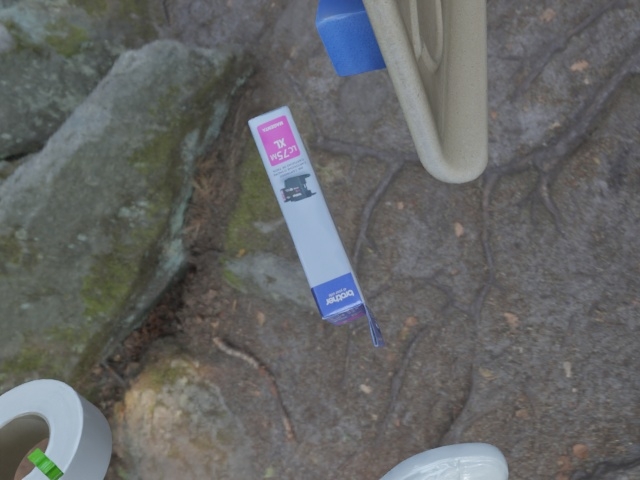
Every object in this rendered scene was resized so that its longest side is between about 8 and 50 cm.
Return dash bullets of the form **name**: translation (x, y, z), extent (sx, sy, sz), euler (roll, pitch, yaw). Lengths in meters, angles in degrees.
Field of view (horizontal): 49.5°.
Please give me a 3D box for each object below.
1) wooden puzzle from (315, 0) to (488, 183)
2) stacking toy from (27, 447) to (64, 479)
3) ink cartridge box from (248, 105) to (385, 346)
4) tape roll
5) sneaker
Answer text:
- **wooden puzzle**: translation (0.027, -0.253, 0.448), extent (0.081, 0.347, 0.322), euler (-10, 52, 24)
- **stacking toy**: translation (-0.340, 0.365, 0.810), extent (0.221, 0.052, 0.167), euler (24, 55, 37)
- **ink cartridge box**: translation (0.000, 0.000, 0.894), extent (0.065, 0.186, 0.311), euler (-24, 79, 2)
- **tape roll**: translation (-0.530, 0.402, 1.266), extent (0.287, 0.100, 0.286), euler (-13, 46, 14)
- **sneaker**: translation (0.088, 0.331, 0.765), extent (0.290, 0.105, 0.123), euler (-28, 31, 4)
